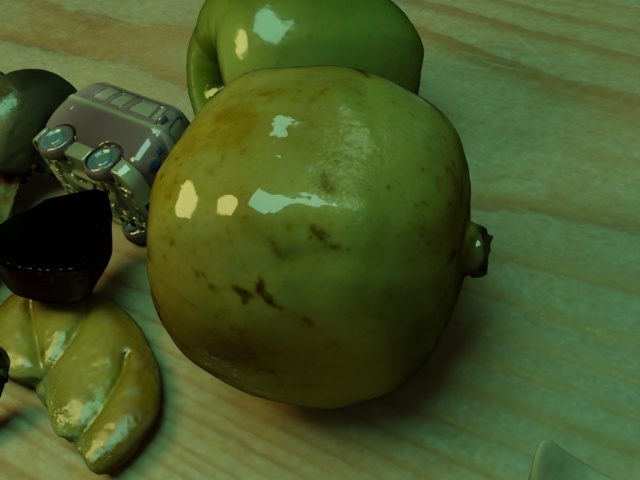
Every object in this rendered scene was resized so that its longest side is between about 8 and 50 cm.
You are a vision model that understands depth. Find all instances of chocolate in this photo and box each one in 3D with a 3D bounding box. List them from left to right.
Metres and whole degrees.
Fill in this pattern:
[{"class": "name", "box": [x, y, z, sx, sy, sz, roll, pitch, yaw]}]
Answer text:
[{"class": "chocolate", "box": [-0.286, 0.018, 1.164, 0.148, 0.080, 0.125, -32, 52, -28]}]

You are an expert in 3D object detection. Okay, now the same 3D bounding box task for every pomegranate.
[{"class": "pomegranate", "box": [0.000, 0.000, 0.963, 0.332, 0.333, 0.333, -11, 44, 11]}]

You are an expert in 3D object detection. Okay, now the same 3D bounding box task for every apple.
[{"class": "apple", "box": [-0.026, -0.193, 1.197, 0.279, 0.279, 0.279, -11, 44, 11]}]

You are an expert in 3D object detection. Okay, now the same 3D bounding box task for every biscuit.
[{"class": "biscuit", "box": [-0.267, 0.131, 1.127, 0.299, 0.045, 0.154, 28, 60, 38]}]

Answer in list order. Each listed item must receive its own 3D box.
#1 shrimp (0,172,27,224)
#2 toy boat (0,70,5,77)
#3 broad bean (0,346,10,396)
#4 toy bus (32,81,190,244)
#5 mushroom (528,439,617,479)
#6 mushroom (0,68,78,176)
[{"class": "shrimp", "box": [-0.456, -0.012, 1.329, 0.153, 0.062, 0.294, -6, 47, 24]}, {"class": "toy boat", "box": [-0.529, -0.185, 1.514, 0.134, 0.079, 0.208, -8, 43, 10]}, {"class": "broad bean", "box": [-0.451, 0.211, 1.077, 0.318, 0.098, 0.056, -39, 37, -1]}, {"class": "toy bus", "box": [-0.237, -0.099, 1.270, 0.202, 0.142, 0.142, 23, 59, 37]}, {"class": "mushroom", "box": [0.113, 0.337, 0.722, 0.397, 0.126, 0.177, -44, 46, -19]}, {"class": "mushroom", "box": [-0.388, -0.167, 1.372, 0.141, 0.117, 0.188, 18, 33, 12]}]
